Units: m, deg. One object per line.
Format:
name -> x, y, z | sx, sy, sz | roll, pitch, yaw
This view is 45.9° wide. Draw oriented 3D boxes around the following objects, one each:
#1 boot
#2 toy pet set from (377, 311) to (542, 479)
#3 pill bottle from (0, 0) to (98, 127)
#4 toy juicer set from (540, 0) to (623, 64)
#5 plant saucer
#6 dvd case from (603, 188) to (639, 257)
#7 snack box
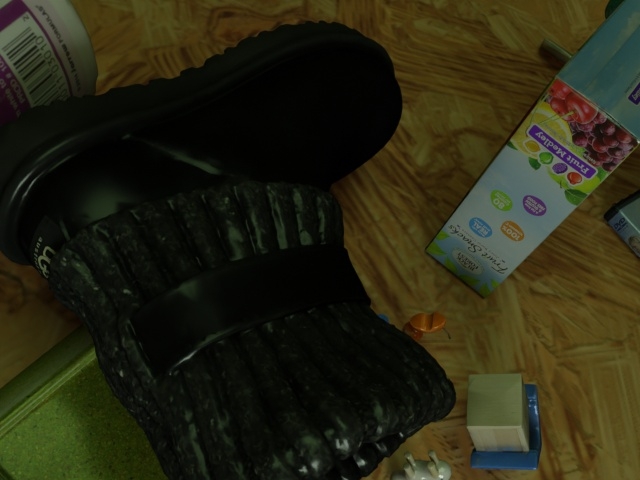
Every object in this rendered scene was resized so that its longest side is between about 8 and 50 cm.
boot -> -0.002, 0.003, 0.472 | 0.260, 0.131, 0.348 | 42, 49, 21
toy pet set -> 0.089, 0.116, 0.518 | 0.114, 0.065, 0.122 | -5, 49, 21
pill bottle -> -0.279, -0.048, 0.425 | 0.169, 0.169, 0.301 | 30, 54, 2
toy juicer set -> 0.342, -0.158, 0.640 | 0.209, 0.329, 0.089 | 41, 87, -5
plant saucer -> -0.107, 0.128, 0.441 | 0.188, 0.045, 0.188 | 40, 55, 10
dvd case -> 0.396, 0.035, 0.678 | 0.180, 0.022, 0.253 | -26, 69, -30
snack box -> 0.184, -0.074, 0.565 | 0.070, 0.207, 0.174 | 40, 57, 8
